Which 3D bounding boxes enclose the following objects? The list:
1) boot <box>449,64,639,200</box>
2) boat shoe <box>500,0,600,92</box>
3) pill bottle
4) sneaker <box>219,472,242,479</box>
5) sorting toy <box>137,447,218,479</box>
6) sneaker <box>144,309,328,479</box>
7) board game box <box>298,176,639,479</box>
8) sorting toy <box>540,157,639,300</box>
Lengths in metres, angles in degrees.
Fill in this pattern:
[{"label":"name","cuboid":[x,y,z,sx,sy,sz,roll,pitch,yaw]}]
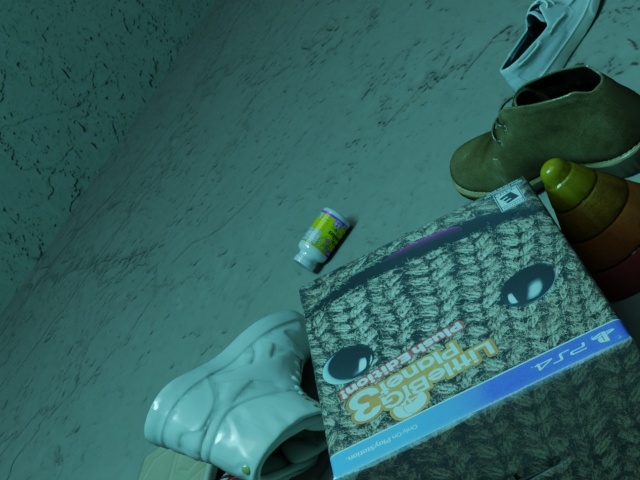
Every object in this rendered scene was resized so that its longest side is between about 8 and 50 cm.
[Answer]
[{"label":"boot","cuboid":[0.220,-0.118,1.297,0.305,0.115,0.112,-13,45,59]},{"label":"boat shoe","cuboid":[0.272,-0.255,1.477,0.184,0.063,0.066,-56,22,-12]},{"label":"pill bottle","cuboid":[0.000,0.000,1.634,0.083,0.043,0.043,-55,22,-9]},{"label":"sneaker","cuboid":[-0.087,0.296,1.280,0.128,0.087,0.221,-55,23,-7]},{"label":"sorting toy","cuboid":[-0.177,0.308,1.511,0.208,0.038,0.193,-42,23,33]},{"label":"sneaker","cuboid":[-0.042,0.181,1.370,0.292,0.169,0.108,-34,-40,-53]},{"label":"board game box","cuboid":[0.124,0.108,0.996,0.232,0.141,0.291,-27,26,6]},{"label":"sorting toy","cuboid":[0.321,-0.076,1.015,0.365,0.126,0.127,-31,29,43]}]
